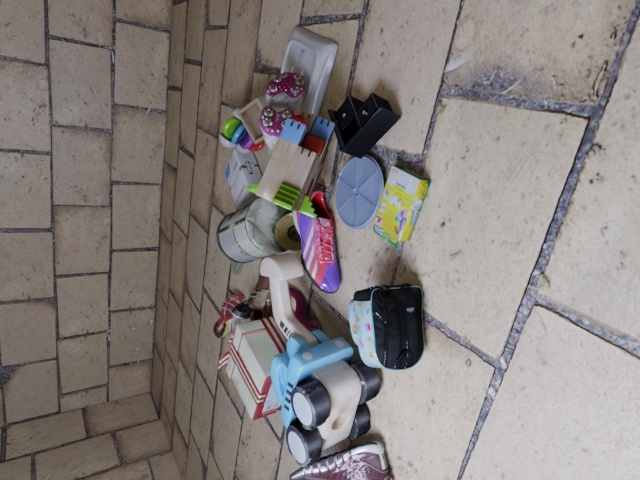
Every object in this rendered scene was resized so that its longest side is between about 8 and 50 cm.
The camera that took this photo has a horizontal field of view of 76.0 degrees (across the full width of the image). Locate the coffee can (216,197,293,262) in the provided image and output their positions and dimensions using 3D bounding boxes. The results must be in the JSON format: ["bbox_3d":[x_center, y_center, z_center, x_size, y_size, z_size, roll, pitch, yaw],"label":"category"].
[{"bbox_3d":[-0.228,-0.033,1.466,0.275,0.201,0.202,-15,80,55],"label":"coffee can"}]

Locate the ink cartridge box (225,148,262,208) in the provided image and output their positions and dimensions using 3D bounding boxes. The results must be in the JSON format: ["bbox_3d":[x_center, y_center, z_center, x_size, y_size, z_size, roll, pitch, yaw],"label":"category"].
[{"bbox_3d":[-0.309,-0.249,1.672,0.148,0.085,0.203,-52,52,44],"label":"ink cartridge box"}]

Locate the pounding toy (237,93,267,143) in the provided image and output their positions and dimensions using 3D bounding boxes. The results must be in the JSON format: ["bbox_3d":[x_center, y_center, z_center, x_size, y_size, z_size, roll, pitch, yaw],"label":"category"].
[{"bbox_3d":[-0.162,-0.405,1.441,0.181,0.094,0.206,-15,111,45],"label":"pounding toy"}]

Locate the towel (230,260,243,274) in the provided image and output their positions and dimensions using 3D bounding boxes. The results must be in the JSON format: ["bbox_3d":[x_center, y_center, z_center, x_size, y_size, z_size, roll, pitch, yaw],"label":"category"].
[{"bbox_3d":[-0.375,0.077,1.841,0.148,0.027,0.110,-56,49,41],"label":"towel"}]

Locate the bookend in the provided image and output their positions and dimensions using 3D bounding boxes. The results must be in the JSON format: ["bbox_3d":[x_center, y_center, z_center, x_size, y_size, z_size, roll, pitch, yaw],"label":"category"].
[{"bbox_3d":[0.108,-0.326,1.058,0.157,0.072,0.156,-42,50,39],"label":"bookend"}]

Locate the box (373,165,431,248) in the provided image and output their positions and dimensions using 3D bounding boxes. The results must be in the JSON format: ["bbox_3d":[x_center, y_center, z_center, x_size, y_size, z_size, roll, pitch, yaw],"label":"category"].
[{"bbox_3d":[0.191,-0.079,0.993,0.105,0.043,0.179,42,123,46],"label":"box"}]

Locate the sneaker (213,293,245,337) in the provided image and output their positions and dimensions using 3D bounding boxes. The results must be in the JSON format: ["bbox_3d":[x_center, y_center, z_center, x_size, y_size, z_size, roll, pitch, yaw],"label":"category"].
[{"bbox_3d":[-0.401,0.334,1.847,0.088,0.092,0.225,39,107,26],"label":"sneaker"}]

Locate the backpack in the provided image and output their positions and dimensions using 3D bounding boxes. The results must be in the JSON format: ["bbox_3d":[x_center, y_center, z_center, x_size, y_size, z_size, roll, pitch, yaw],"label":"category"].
[{"bbox_3d":[0.154,0.204,0.954,0.144,0.165,0.189,-28,66,54],"label":"backpack"}]

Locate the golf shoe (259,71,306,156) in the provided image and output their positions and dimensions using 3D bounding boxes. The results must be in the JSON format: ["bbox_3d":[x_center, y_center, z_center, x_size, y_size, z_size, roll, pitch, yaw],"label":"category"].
[{"bbox_3d":[-0.115,-0.380,1.225,0.140,0.115,0.306,99,-176,-56],"label":"golf shoe"}]

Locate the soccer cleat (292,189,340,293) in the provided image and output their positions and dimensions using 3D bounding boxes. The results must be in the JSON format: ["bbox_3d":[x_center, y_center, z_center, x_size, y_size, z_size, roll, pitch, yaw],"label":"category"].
[{"bbox_3d":[0.000,0.000,1.226,0.116,0.108,0.319,-41,56,44],"label":"soccer cleat"}]

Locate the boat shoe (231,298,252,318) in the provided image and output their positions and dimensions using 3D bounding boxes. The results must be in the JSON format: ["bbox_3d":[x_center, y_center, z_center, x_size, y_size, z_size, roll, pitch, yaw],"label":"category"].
[{"bbox_3d":[-0.285,0.250,1.601,0.075,0.206,0.065,26,100,9],"label":"boat shoe"}]

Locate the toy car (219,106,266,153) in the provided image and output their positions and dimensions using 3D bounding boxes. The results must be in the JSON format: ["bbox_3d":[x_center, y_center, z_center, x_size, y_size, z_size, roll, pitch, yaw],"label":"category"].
[{"bbox_3d":[-0.278,-0.395,1.541,0.159,0.182,0.136,-52,57,21],"label":"toy car"}]

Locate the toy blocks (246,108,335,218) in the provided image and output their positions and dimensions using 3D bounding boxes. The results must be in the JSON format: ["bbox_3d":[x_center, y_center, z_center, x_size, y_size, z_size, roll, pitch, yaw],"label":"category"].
[{"bbox_3d":[-0.050,-0.214,1.077,0.381,0.190,0.261,-47,-20,-85],"label":"toy blocks"}]

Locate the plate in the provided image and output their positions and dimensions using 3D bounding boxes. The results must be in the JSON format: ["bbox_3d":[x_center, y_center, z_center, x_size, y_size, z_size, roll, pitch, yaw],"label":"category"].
[{"bbox_3d":[-0.067,-0.532,1.337,0.277,0.045,0.278,49,130,43],"label":"plate"}]

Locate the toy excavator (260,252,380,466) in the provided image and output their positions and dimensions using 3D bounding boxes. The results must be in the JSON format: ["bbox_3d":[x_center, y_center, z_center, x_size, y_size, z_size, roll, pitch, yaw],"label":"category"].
[{"bbox_3d":[-0.055,0.310,1.160,0.445,0.222,0.433,37,127,43],"label":"toy excavator"}]

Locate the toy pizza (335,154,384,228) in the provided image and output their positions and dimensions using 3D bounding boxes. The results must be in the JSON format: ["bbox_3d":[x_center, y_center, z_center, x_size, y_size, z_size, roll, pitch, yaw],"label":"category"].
[{"bbox_3d":[0.109,-0.131,1.115,0.201,0.032,0.202,-5,84,55],"label":"toy pizza"}]

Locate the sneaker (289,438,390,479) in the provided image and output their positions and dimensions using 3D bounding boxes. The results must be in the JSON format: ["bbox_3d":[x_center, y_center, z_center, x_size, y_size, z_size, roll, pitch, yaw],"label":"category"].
[{"bbox_3d":[0.057,0.649,1.078,0.281,0.106,0.163,-27,65,14],"label":"sneaker"}]

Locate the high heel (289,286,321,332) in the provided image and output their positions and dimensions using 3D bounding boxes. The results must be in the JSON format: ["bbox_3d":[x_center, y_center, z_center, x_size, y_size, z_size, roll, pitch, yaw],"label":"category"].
[{"bbox_3d":[-0.104,0.238,1.375,0.244,0.117,0.082,49,130,42],"label":"high heel"}]

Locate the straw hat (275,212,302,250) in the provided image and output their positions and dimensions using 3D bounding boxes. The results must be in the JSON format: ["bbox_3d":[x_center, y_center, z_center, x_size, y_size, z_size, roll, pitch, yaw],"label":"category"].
[{"bbox_3d":[-0.073,-0.020,1.354,0.061,0.144,0.145,62,-170,-69],"label":"straw hat"}]

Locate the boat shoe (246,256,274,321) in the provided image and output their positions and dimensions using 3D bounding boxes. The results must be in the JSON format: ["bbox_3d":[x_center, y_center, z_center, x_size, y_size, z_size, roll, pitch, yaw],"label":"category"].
[{"bbox_3d":[-0.209,0.224,1.528,0.123,0.116,0.325,3,94,55],"label":"boat shoe"}]

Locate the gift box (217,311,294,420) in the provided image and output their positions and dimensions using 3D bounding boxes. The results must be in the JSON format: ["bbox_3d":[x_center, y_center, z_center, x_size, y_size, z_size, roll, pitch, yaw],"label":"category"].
[{"bbox_3d":[-0.180,0.419,1.383,0.258,0.255,0.277,49,127,39],"label":"gift box"}]
